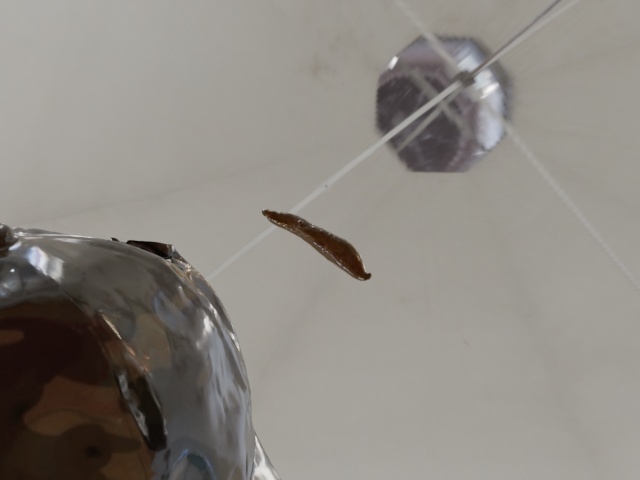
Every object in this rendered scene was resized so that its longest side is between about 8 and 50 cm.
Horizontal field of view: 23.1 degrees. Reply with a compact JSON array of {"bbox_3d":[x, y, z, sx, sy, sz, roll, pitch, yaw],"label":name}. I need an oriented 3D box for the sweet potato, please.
[{"bbox_3d":[0.000,0.000,1.365,0.115,0.026,0.026,33,-88,17],"label":"sweet potato"}]

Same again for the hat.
[{"bbox_3d":[-0.112,0.181,1.011,0.366,0.257,0.382,-32,-123,-34],"label":"hat"}]
